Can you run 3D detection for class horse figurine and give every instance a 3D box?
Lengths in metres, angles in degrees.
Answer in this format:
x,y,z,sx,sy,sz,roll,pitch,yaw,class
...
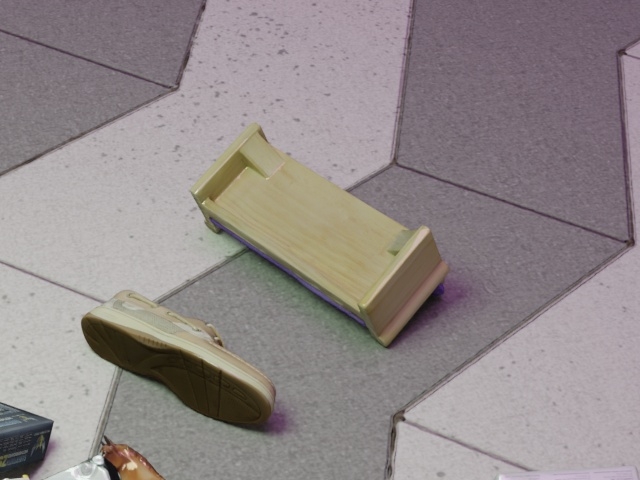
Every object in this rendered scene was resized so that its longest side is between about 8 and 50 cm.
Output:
x,y,z,sx,sy,sz,roll,pitch,yaw,class
-0.167,0.342,1.742,0.263,0.066,0.174,13,48,13,horse figurine

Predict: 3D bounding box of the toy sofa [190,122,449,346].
x,y,z,sx,sy,sz,roll,pitch,yaw,class
0.000,0.000,2.148,0.362,0.177,0.150,33,73,29,toy sofa

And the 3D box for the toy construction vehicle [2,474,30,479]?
x,y,z,sx,sy,sz,roll,pitch,yaw,class
-0.347,0.298,1.608,0.098,0.035,0.086,-14,46,-26,toy construction vehicle

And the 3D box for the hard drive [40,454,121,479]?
x,y,z,sx,sy,sz,roll,pitch,yaw,class
-0.258,0.409,1.454,0.236,0.064,0.339,-23,68,0,hard drive

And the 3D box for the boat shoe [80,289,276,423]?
x,y,z,sx,sy,sz,roll,pitch,yaw,class
-0.174,0.145,1.976,0.302,0.109,0.098,21,44,27,boat shoe

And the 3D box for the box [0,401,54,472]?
x,y,z,sx,sy,sz,roll,pitch,yaw,class
-0.454,0.226,1.793,0.183,0.059,0.232,16,4,15,box

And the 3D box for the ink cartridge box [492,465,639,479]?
x,y,z,sx,sy,sz,roll,pitch,yaw,class
0.311,0.385,1.795,0.181,0.056,0.225,-2,60,-7,ink cartridge box
